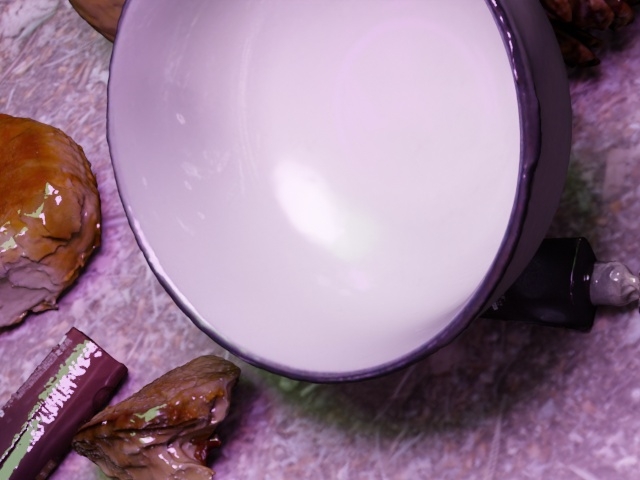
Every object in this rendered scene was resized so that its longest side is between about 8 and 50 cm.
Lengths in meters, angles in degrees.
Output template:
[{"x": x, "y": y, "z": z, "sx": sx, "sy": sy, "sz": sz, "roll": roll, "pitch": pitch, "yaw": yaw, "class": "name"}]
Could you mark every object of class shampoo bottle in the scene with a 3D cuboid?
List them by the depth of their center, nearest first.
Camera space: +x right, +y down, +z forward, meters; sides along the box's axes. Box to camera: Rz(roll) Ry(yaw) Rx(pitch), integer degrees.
[{"x": 0.160, "y": 0.033, "z": 1.208, "sx": 0.207, "sy": 0.057, "sz": 0.064, "roll": 1, "pitch": 61, "yaw": 32, "class": "shampoo bottle"}, {"x": -0.256, "y": 0.180, "z": 1.346, "sx": 0.067, "sy": 0.068, "sz": 0.236, "roll": 31, "pitch": 79, "yaw": 38, "class": "shampoo bottle"}]

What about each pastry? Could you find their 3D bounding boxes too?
[{"x": -0.294, "y": -0.014, "z": 1.479, "sx": 0.229, "sy": 0.100, "sz": 0.219, "roll": 2, "pitch": 61, "yaw": 33, "class": "pastry"}]

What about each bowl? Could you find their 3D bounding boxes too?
[{"x": 0.037, "y": -0.088, "z": 1.161, "sx": 0.353, "sy": 0.185, "sz": 0.354, "roll": 9, "pitch": 106, "yaw": 34, "class": "bowl"}]

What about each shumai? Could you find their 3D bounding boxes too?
[{"x": -0.126, "y": 0.154, "z": 1.290, "sx": 0.139, "sy": 0.105, "sz": 0.123, "roll": -1, "pitch": 15, "yaw": 19, "class": "shumai"}]

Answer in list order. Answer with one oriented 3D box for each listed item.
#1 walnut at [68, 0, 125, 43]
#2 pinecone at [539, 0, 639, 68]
[{"x": -0.103, "y": -0.279, "z": 1.460, "sx": 0.282, "sy": 0.283, "sz": 0.227, "roll": -14, "pitch": 11, "yaw": 22, "class": "walnut"}, {"x": 0.166, "y": -0.243, "z": 1.285, "sx": 0.272, "sy": 0.224, "sz": 0.224, "roll": -39, "pitch": 48, "yaw": -8, "class": "pinecone"}]
